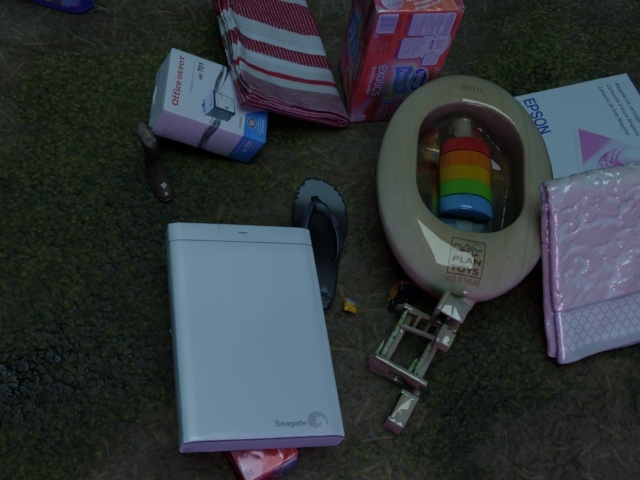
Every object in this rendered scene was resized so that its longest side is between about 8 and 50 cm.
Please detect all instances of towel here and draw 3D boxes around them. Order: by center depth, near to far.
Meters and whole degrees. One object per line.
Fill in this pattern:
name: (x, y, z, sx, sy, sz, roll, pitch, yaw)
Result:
towel: (0.515, 0.024, 1.344, 0.331, 0.317, 0.053, -12, 20, -14)
towel: (-0.078, -0.365, 1.539, 0.237, 0.037, 0.329, 7, 55, -38)

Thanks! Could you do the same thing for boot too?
boot: (-0.281, -0.134, 1.402, 0.037, 0.114, 0.106, -23, 67, -18)

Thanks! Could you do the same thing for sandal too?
sandal: (0.001, 0.001, 1.402, 0.097, 0.054, 0.254, 3, 62, -6)

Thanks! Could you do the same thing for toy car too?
toy car: (0.097, 0.086, 1.371, 0.122, 0.060, 0.040, 3, 30, -13)

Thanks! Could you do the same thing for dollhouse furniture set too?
dollhouse furniture set: (0.131, 0.174, 1.266, 0.101, 0.161, 0.182, 29, 61, 8)

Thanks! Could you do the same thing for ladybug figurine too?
ladybug figurine: (0.237, -0.076, 1.413, 0.305, 0.162, 0.449, 12, 61, -2)

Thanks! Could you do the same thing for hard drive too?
hard drive: (-0.105, 0.134, 1.232, 0.233, 0.047, 0.353, 2, 57, -20)

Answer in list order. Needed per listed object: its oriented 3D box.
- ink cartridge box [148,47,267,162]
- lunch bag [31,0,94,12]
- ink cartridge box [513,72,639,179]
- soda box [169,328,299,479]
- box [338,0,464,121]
ink cartridge box: (-0.194, -0.236, 1.455, 0.190, 0.082, 0.140, 16, 58, -26)
lunch bag: (-0.549, -0.548, 1.527, 0.293, 0.221, 0.138, 29, 62, 8)
ink cartridge box: (0.545, -0.165, 1.496, 0.330, 0.071, 0.324, -14, 53, -1)
soda box: (-0.133, 0.239, 1.241, 0.092, 0.083, 0.263, -24, 67, -19)
box: (0.134, -0.356, 1.471, 0.154, 0.300, 0.142, -4, 63, -9)
